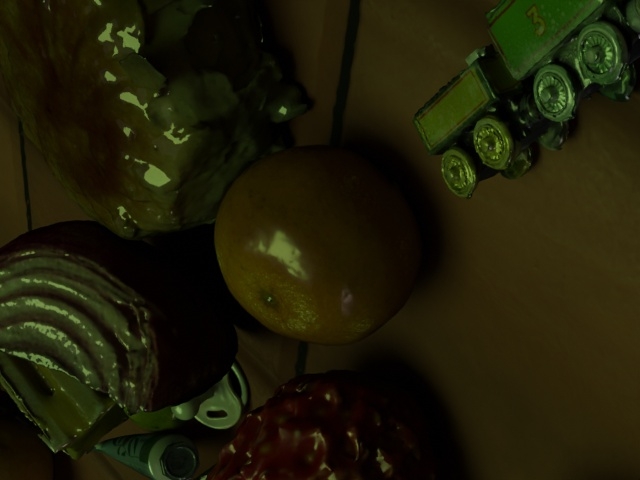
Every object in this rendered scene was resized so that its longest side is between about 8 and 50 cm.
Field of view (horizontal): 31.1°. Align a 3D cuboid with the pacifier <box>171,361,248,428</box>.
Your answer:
[{"bbox_3d":[-0.119,0.154,1.158,0.082,0.078,0.099,-9,107,35],"label":"pacifier"}]

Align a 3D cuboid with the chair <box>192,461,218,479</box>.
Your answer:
[{"bbox_3d":[-0.155,0.396,1.317,0.203,0.416,0.240,56,-168,11],"label":"chair"}]

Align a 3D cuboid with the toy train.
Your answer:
[{"bbox_3d":[0.119,-0.093,0.646,0.081,0.060,0.202,64,149,10],"label":"toy train"}]

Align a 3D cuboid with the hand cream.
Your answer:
[{"bbox_3d":[-0.191,0.241,1.284,0.256,0.088,0.055,161,108,-67],"label":"hand cream"}]

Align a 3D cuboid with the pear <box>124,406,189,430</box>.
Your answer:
[{"bbox_3d":[-0.178,0.159,1.237,0.097,0.092,0.092,30,136,41],"label":"pear"}]

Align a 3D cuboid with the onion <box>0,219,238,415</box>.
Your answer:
[{"bbox_3d":[-0.185,0.038,1.045,0.250,0.247,0.111,19,110,17],"label":"onion"}]

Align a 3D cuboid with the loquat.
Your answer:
[{"bbox_3d":[-0.513,0.337,1.737,0.244,0.244,0.244,35,139,37],"label":"loquat"}]

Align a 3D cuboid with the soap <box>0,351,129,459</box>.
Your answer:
[{"bbox_3d":[-0.312,0.127,1.348,0.233,0.135,0.076,48,175,18],"label":"soap"}]

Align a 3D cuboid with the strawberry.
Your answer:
[{"bbox_3d":[0.019,0.189,0.931,0.234,0.234,0.178,31,107,40],"label":"strawberry"}]

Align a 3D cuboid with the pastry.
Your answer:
[{"bbox_3d":[-0.166,-0.136,0.946,0.330,0.136,0.329,34,139,35],"label":"pastry"}]

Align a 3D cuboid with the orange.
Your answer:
[{"bbox_3d":[0.000,0.000,0.831,0.155,0.134,0.154,26,150,16],"label":"orange"}]
